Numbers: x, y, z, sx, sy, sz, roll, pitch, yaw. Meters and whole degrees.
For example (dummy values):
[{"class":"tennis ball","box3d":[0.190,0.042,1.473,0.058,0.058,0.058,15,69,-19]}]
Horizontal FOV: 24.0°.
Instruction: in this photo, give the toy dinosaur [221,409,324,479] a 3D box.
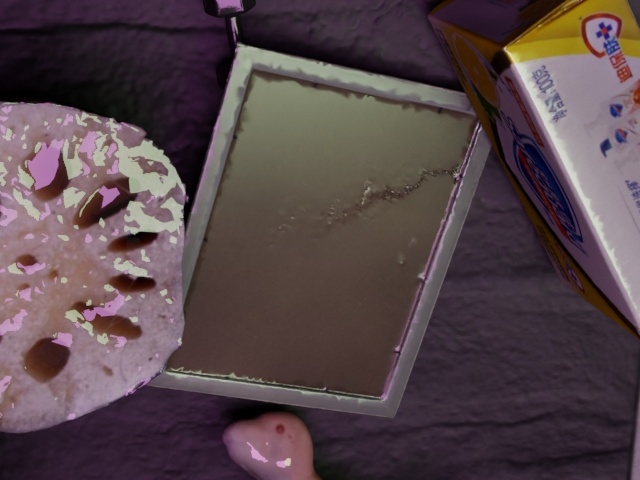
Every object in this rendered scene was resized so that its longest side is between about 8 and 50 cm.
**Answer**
[{"class":"toy dinosaur","box3d":[-0.003,0.241,1.279,0.194,0.152,0.177,10,72,-18]}]

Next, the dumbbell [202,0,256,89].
[{"class":"dumbbell","box3d":[-0.064,-0.155,1.139,0.040,0.036,0.083,-10,113,1]}]

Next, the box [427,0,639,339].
[{"class":"box","box3d":[0.198,-0.072,1.120,0.097,0.168,0.265,-32,113,-4]}]

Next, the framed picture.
[{"class":"framed picture","box3d":[0.000,0.000,1.196,0.231,0.018,0.293,10,111,-21]}]

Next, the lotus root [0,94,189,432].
[{"class":"lotus root","box3d":[-0.228,0.004,1.110,0.272,0.192,0.272,-5,108,-14]}]
